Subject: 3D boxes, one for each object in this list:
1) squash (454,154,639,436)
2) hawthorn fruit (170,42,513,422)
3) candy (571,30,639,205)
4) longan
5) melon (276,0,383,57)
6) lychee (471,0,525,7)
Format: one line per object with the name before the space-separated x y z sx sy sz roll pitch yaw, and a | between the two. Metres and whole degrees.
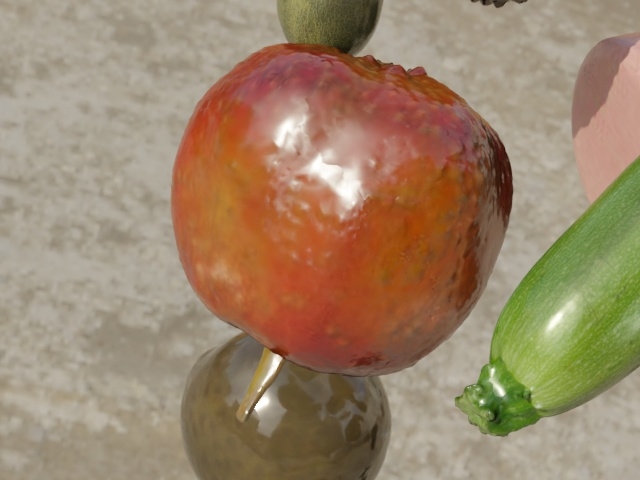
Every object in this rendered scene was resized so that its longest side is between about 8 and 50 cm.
squash | 0.247 -0.009 1.020 0.395 0.107 0.107 -41 51 -11
hawthorn fruit | 0.000 0.000 1.224 0.287 0.330 0.287 22 -3 1
candy | 0.353 -0.098 1.548 0.094 0.255 0.255 -13 36 -15
longan | -0.044 0.210 1.702 0.258 0.258 0.258 14 27 -7
melon | 0.009 -0.222 1.301 0.098 0.131 0.098 3 16 -1
lychee | 0.145 -0.352 1.393 0.271 0.271 0.271 14 27 -7
